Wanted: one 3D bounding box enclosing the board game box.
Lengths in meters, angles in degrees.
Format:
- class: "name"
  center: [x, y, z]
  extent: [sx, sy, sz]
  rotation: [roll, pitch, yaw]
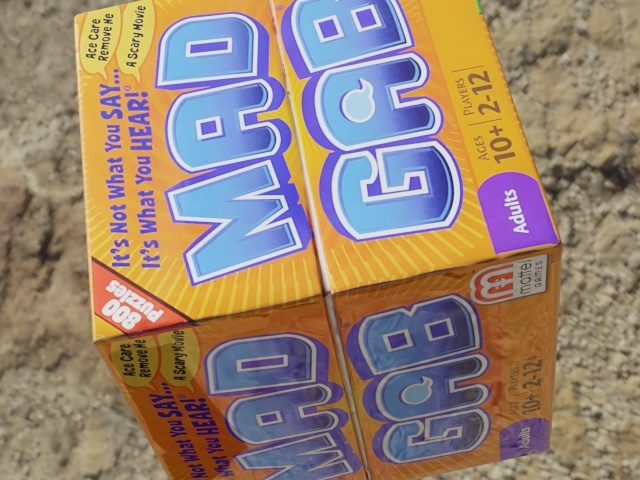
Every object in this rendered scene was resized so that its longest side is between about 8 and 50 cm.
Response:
- class: "board game box"
  center: [0.000, 0.000, 1.148]
  extent: [0.356, 0.356, 0.356]
  rotation: [-12, 54, 1]
